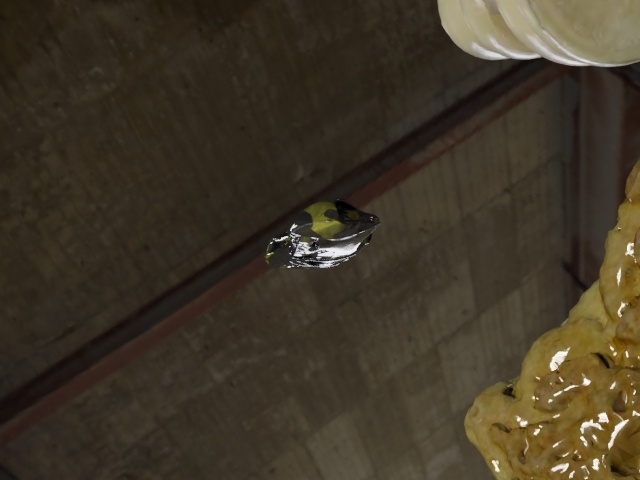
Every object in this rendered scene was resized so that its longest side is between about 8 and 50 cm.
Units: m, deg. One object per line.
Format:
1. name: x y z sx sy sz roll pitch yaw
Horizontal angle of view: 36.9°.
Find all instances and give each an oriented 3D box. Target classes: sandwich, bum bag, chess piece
1. sandwich: 0.223 0.076 0.488 0.262 0.131 0.325 14 -67 -37
2. bum bag: 0.000 0.000 1.091 0.107 0.060 0.232 -6 -8 -13
3. chess piece: 0.194 -0.226 0.846 0.167 0.300 0.167 -1 -84 -10

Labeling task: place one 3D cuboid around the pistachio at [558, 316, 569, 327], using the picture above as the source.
1. pistachio: 0.296 0.120 1.009 0.113 0.149 0.113 1 -75 2
